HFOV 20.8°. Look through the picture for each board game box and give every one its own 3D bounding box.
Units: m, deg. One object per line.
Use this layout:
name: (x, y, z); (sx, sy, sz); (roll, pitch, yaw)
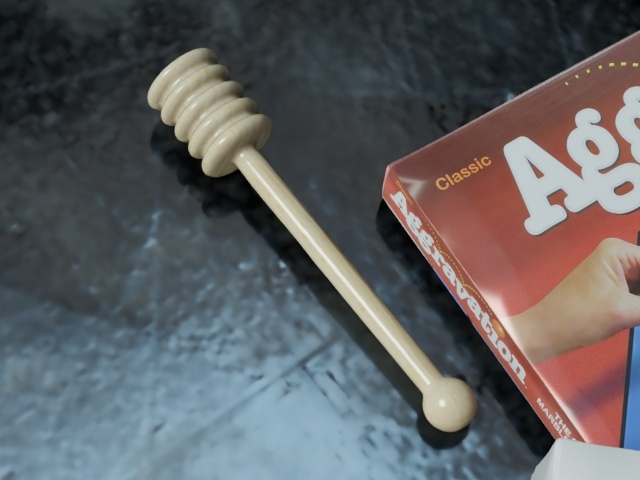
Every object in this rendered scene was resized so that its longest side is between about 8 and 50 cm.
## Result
board game box: (0.178, -0.030, 0.623); (0.281, 0.027, 0.145); (-29, 69, -16)

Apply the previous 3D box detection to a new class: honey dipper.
honey dipper: (0.000, 0.000, 0.596); (0.030, 0.030, 0.161); (-36, 74, -18)

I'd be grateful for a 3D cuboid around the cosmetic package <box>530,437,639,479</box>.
cosmetic package: (0.099, 0.183, 0.487); (0.098, 0.060, 0.239); (8, 71, 2)
